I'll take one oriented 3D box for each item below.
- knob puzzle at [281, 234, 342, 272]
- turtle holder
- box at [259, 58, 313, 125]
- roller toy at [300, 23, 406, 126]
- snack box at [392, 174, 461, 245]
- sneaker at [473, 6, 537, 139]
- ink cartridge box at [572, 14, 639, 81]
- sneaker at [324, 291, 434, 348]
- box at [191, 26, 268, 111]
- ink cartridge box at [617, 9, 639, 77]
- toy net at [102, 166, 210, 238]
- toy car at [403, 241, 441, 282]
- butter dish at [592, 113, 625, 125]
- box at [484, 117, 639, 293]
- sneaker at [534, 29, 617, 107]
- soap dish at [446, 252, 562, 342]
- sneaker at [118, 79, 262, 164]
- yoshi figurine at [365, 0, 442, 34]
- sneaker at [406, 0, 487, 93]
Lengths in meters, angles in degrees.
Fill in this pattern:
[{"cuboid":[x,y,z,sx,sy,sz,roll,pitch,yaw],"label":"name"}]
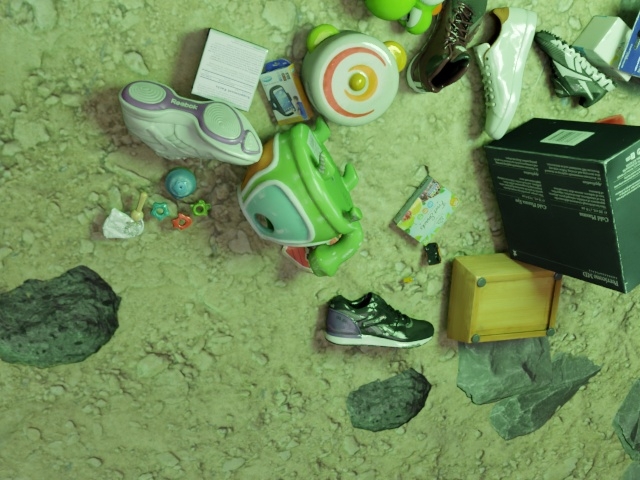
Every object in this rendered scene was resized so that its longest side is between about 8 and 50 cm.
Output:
[{"cuboid":[0.000,0.000,1.631,0.213,0.030,0.213,-5,111,-12],"label":"knob puzzle"},{"cuboid":[-0.034,-0.091,1.498,0.227,0.243,0.320,-25,144,14],"label":"turtle holder"},{"cuboid":[-0.077,-0.318,1.469,0.081,0.028,0.136,-7,121,33],"label":"box"},{"cuboid":[0.064,-0.343,1.451,0.209,0.146,0.191,9,109,-17],"label":"roller toy"},{"cuboid":[0.258,-0.072,1.660,0.100,0.037,0.141,33,100,-24],"label":"snack box"},{"cuboid":[0.391,-0.379,1.551,0.123,0.106,0.290,8,101,-6],"label":"sneaker"},{"cuboid":[0.680,-0.441,1.592,0.143,0.092,0.090,31,100,-23],"label":"ink cartridge box"},{"cuboid":[0.156,0.193,1.704,0.283,0.107,0.124,2,104,-14],"label":"sneaker"},{"cuboid":[-0.191,-0.354,1.426,0.126,0.072,0.137,16,105,-17],"label":"box"},{"cuboid":[0.841,-0.439,1.585,0.370,0.069,0.176,4,110,-34],"label":"ink cartridge box"},{"cuboid":[-0.366,-0.061,1.514,0.232,0.045,0.122,-29,116,0],"label":"toy net"},{"cuboid":[0.254,0.055,1.720,0.122,0.060,0.040,-34,160,19],"label":"toy car"},{"cuboid":[0.701,-0.206,1.672,0.160,0.118,0.160,-18,114,-7],"label":"butter dish"},{"cuboid":[0.578,-0.092,1.548,0.178,0.343,0.313,-29,116,-22],"label":"box"},{"cuboid":[0.572,-0.389,1.593,0.234,0.078,0.106,32,112,-16],"label":"sneaker"},{"cuboid":[0.475,0.147,1.752,0.290,0.118,0.229,-3,111,-13],"label":"soap dish"},{"cuboid":[-0.264,-0.222,1.412,0.305,0.114,0.152,23,143,1],"label":"sneaker"},{"cuboid":[0.187,-0.576,1.347,0.202,0.204,0.362,16,132,5],"label":"yoshi figurine"},{"cuboid":[0.301,-0.432,1.465,0.106,0.162,0.281,22,104,-20],"label":"sneaker"}]
